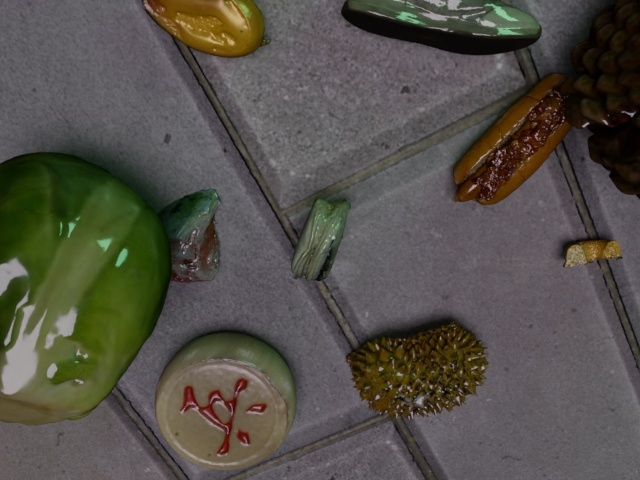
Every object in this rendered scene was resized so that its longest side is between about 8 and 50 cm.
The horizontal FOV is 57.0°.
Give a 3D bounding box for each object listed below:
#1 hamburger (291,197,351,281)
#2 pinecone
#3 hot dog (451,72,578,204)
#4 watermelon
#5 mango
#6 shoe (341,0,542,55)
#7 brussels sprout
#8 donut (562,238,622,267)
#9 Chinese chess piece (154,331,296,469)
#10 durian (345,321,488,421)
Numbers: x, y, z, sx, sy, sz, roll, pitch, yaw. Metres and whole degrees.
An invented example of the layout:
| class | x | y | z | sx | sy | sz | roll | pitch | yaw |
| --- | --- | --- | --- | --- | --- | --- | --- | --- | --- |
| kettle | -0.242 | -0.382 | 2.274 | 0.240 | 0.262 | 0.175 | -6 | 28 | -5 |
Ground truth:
| class | x | y | z | sx | sy | sz | roll | pitch | yaw |
| --- | --- | --- | --- | --- | --- | --- | --- | --- | --- |
| hamburger | 0.000 | 0.000 | 0.917 | 0.062 | 0.133 | 0.140 | 18 | 102 | 2 |
| pinecone | 0.524 | -0.183 | 0.737 | 0.384 | 0.384 | 0.385 | 0 | 112 | 0 |
| hot dog | 0.297 | -0.141 | 0.887 | 0.102 | 0.076 | 0.249 | 39 | 106 | -18 |
| watermelon | -0.215 | 0.013 | 0.959 | 0.187 | 0.071 | 0.139 | -39 | 111 | 14 |
| mango | -0.158 | -0.312 | 0.824 | 0.187 | 0.066 | 0.101 | 13 | 131 | -7 |
| shoe | 0.170 | -0.322 | 0.807 | 0.274 | 0.103 | 0.098 | 11 | 98 | -6 |
| brussels sprout | -0.369 | 0.052 | 0.815 | 0.314 | 0.371 | 0.275 | -32 | 139 | 27 |
| donut | 0.441 | 0.019 | 0.958 | 0.083 | 0.067 | 0.038 | -6 | 96 | 38 |
| Chinese chess piece | -0.166 | 0.284 | 1.047 | 0.249 | 0.103 | 0.250 | 0 | 110 | 0 |
| durian | 0.180 | 0.239 | 1.014 | 0.249 | 0.138 | 0.183 | -16 | 102 | 0 |
